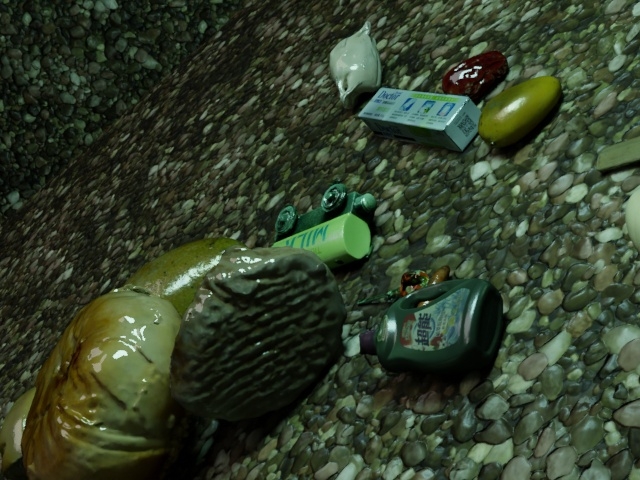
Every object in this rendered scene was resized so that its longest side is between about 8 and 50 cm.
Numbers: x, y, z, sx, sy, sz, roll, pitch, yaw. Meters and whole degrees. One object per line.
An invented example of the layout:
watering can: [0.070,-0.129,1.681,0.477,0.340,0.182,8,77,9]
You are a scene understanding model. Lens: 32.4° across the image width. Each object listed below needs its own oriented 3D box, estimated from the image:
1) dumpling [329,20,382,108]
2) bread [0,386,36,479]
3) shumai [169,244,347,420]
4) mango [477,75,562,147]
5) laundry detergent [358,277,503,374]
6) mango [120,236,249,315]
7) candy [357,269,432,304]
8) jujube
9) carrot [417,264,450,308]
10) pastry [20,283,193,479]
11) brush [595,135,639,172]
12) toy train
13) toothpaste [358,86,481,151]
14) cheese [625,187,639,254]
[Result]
dumpling: [0.083,-0.372,2.390,0.118,0.136,0.199,16,83,24]
bread: [-0.518,0.358,2.116,0.158,0.260,0.156,-42,63,30]
shumai: [-0.140,0.129,1.797,0.314,0.267,0.262,-43,27,-9]
mango: [0.333,-0.219,1.832,0.161,0.076,0.103,-37,19,-1]
laundry detergent: [0.147,0.125,1.561,0.221,0.078,0.144,-10,52,41]
mango: [-0.290,0.103,2.196,0.176,0.175,0.329,42,87,20]
candy: [0.112,0.086,1.760,0.184,0.049,0.056,-22,26,55]
jujube: [0.286,-0.301,2.027,0.129,0.077,0.077,-31,27,5]
carrot: [0.161,0.100,1.660,0.035,0.036,0.165,-9,42,52]
pastry: [-0.347,0.278,1.882,0.409,0.245,0.410,-49,27,36]
brush: [0.500,-0.154,1.516,0.282,0.048,0.054,-19,33,46]
toy train: [0.000,0.000,1.989,0.253,0.105,0.157,-22,47,43]
toothpaste: [0.187,-0.233,2.079,0.081,0.067,0.336,-50,25,-9]
cheese: [0.490,-0.052,1.286,0.266,0.127,0.233,-34,25,18]
